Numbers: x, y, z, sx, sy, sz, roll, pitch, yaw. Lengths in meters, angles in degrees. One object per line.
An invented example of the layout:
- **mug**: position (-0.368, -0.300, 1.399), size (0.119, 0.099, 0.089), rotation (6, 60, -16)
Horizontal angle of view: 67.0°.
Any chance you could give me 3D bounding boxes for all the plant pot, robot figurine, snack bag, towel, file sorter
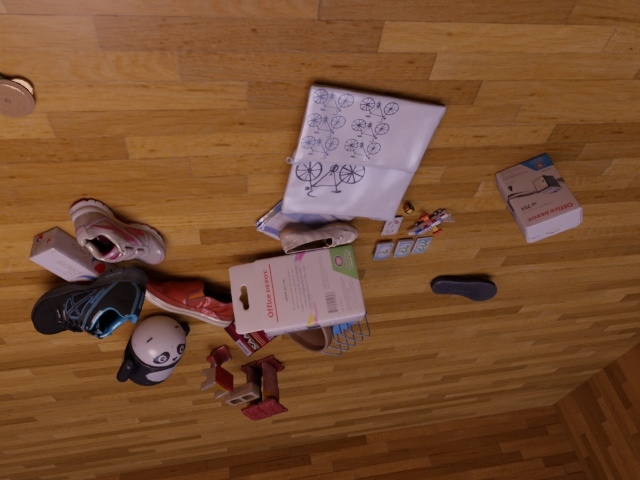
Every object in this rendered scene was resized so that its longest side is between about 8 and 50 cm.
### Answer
- **plant pot**: position (-0.039, 0.233, 1.543), size (0.110, 0.237, 0.237), rotation (-42, 160, -35)
- **robot figurine**: position (-0.531, 0.358, 1.543), size (0.173, 0.209, 0.278), rotation (20, 134, -19)
- **snack bag**: position (0.084, -0.176, 1.100), size (0.323, 0.037, 0.342), rotation (3, 132, -22)
- **towel**: position (-0.004, -0.074, 1.252), size (0.285, 0.034, 0.209), rotation (-36, 139, 28)
- **file sorter**: position (0.081, 0.332, 1.754), size (0.118, 0.104, 0.170), rotation (19, 132, -37)

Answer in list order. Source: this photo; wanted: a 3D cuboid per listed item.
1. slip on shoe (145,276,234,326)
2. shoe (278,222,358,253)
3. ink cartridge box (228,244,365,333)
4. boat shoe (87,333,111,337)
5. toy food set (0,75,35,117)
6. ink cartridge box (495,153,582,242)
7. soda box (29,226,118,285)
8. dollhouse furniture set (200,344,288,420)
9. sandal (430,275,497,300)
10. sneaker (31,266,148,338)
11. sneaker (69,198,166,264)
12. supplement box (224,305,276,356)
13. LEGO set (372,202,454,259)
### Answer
- **slip on shoe**: position (-0.383, 0.155, 1.393), size (0.331, 0.123, 0.101), rotation (27, 96, -34)
- **shoe**: position (0.000, 0.000, 1.274), size (0.219, 0.058, 0.076), rotation (-4, 143, -17)
- **ink cartridge box**: position (-0.067, 0.150, 1.370), size (0.353, 0.207, 0.119), rotation (-9, 162, -4)
- **boat shoe**: position (-0.650, 0.259, 1.462), size (0.068, 0.072, 0.190), rotation (24, 130, -39)
- **toy food set**: position (-0.554, -0.254, 0.857), size (0.082, 0.020, 0.083), rotation (3, 141, -19)
- **ink cartridge box**: position (0.557, -0.109, 1.241), size (0.140, 0.190, 0.082), rotation (-22, 143, 12)
- **soda box**: position (-0.610, 0.058, 1.213), size (0.074, 0.069, 0.216), rotation (-21, 143, 12)
- **dollhouse furniture set**: position (-0.277, 0.510, 1.816), size (0.152, 0.201, 0.374), rotation (-22, 136, 13)
- **sandal**: position (0.510, 0.155, 1.703), size (0.254, 0.054, 0.097), rotation (11, 131, -15)
- **sneaker**: position (-0.589, 0.179, 1.205), size (0.341, 0.139, 0.125), rotation (-23, 144, 16)
- **sneaker**: position (-0.481, 0.011, 1.152), size (0.103, 0.111, 0.252), rotation (-32, 140, 24)
- **supplement box**: position (-0.194, 0.263, 1.533), size (0.239, 0.130, 0.073), rotation (-42, 179, 41)
- **LEGO set**: position (0.266, -0.015, 1.393), size (0.182, 0.060, 0.244), rotation (-6, 143, -15)
